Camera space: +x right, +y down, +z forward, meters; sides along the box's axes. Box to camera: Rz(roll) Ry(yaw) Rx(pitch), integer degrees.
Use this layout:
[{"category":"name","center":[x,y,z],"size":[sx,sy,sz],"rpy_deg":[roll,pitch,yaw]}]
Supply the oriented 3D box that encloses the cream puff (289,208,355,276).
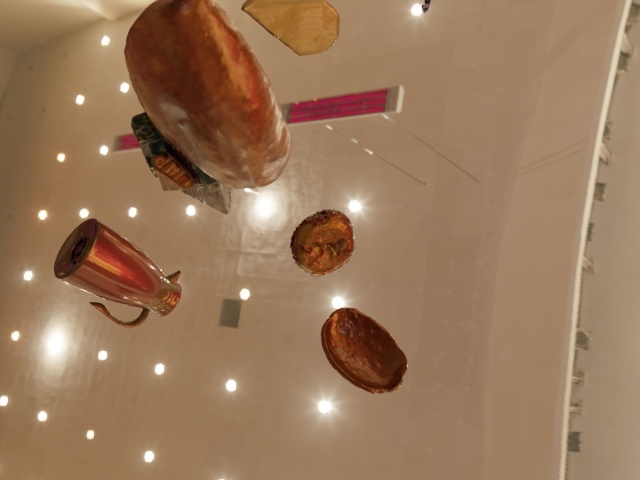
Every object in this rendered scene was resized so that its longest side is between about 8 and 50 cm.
[{"category":"cream puff","center":[0.000,0.000,1.221],"size":[0.149,0.149,0.084],"rpy_deg":[-58,-146,10]}]

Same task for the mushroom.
[{"category":"mushroom","center":[-0.217,-0.285,1.170],"size":[0.224,0.397,0.313],"rpy_deg":[-38,-102,-11]}]

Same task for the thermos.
[{"category":"thermos","center":[-0.441,0.090,1.308],"size":[0.176,0.265,0.146],"rpy_deg":[-54,-141,-6]}]

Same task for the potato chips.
[{"category":"potato chips","center":[0.087,0.235,1.224],"size":[0.202,0.049,0.150],"rpy_deg":[33,-121,13]}]

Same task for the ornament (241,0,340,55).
[{"category":"ornament","center":[-0.051,-0.425,1.046],"size":[0.180,0.201,0.059],"rpy_deg":[-7,-123,-7]}]

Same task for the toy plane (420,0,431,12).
[{"category":"toy plane","center":[0.187,-0.355,0.734],"size":[0.167,0.054,0.062],"rpy_deg":[-38,-91,20]}]

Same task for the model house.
[{"category":"model house","center":[-0.320,-0.182,1.508],"size":[0.230,0.280,0.248],"rpy_deg":[-21,-115,-9]}]
